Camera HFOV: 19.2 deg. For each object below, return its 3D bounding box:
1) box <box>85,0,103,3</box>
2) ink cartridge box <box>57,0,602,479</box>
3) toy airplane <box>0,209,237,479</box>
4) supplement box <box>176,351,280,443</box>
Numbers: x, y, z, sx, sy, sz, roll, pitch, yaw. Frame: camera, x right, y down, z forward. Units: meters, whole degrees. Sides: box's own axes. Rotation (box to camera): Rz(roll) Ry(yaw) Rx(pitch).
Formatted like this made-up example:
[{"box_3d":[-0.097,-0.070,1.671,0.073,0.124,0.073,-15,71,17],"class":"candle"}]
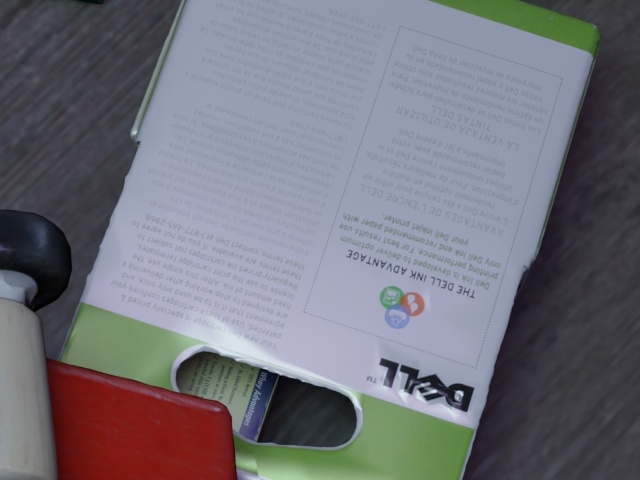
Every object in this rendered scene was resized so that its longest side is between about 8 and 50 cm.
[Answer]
[{"box_3d":[-0.187,-0.186,0.945,0.179,0.043,0.105,11,75,-2],"class":"box"},{"box_3d":[0.000,0.000,0.866,0.189,0.097,0.255,18,70,2],"class":"ink cartridge box"},{"box_3d":[-0.274,0.116,0.695,0.384,0.272,0.386,36,63,9],"class":"toy airplane"},{"box_3d":[-0.069,0.086,0.871,0.083,0.056,0.083,18,75,2],"class":"supplement box"}]
